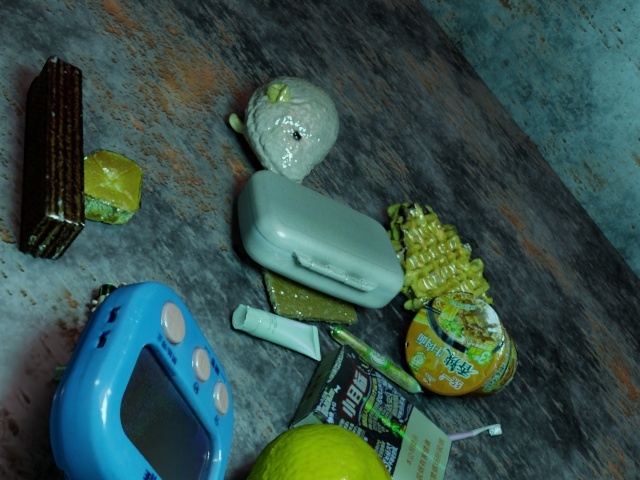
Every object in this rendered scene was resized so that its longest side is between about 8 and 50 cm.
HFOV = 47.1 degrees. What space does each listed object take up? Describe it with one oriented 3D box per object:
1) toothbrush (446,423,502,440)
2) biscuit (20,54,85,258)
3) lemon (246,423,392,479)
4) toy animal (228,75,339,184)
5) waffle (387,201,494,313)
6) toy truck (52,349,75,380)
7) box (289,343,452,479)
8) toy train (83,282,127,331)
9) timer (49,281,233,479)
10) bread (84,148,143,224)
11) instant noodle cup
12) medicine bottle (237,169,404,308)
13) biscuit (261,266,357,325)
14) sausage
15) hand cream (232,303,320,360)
[{"bbox_3d":[0.324,0.435,1.636,0.286,0.020,0.025,6,59,-44],"label":"toothbrush"},{"bbox_3d":[-0.462,-0.153,1.273,0.073,0.107,0.388,17,46,-38],"label":"biscuit"},{"bbox_3d":[-0.002,0.415,1.115,0.267,0.267,0.267,28,40,-27],"label":"lemon"},{"bbox_3d":[-0.066,-0.286,1.754,0.226,0.188,0.358,47,34,-13],"label":"toy animal"},{"bbox_3d":[0.308,0.085,1.889,0.382,0.095,0.380,34,39,-25],"label":"waffle"},{"bbox_3d":[-0.353,0.222,1.071,0.078,0.080,0.154,5,50,-17],"label":"toy truck"},{"bbox_3d":[0.105,0.372,1.406,0.310,0.084,0.198,43,36,-8],"label":"box"},{"bbox_3d":[-0.336,0.127,1.195,0.087,0.050,0.138,22,43,-28],"label":"toy train"},{"bbox_3d":[-0.236,0.246,1.027,0.309,0.115,0.340,-82,156,-48],"label":"timer"},{"bbox_3d":[-0.391,-0.099,1.332,0.127,0.069,0.140,19,48,-34],"label":"bread"},{"bbox_3d":[0.331,0.250,1.643,0.182,0.230,0.230,34,34,-49],"label":"instant noodle cup"},{"bbox_3d":[0.000,0.000,1.581,0.375,0.123,0.282,23,31,-26],"label":"medicine bottle"},{"bbox_3d":[-0.022,0.116,1.560,0.230,0.025,0.131,13,47,-41],"label":"biscuit"},{"bbox_3d":[0.121,0.258,1.574,0.269,0.033,0.033,37,37,-16],"label":"sausage"},{"bbox_3d":[-0.078,0.176,1.428,0.204,0.050,0.078,24,42,-36],"label":"hand cream"}]
